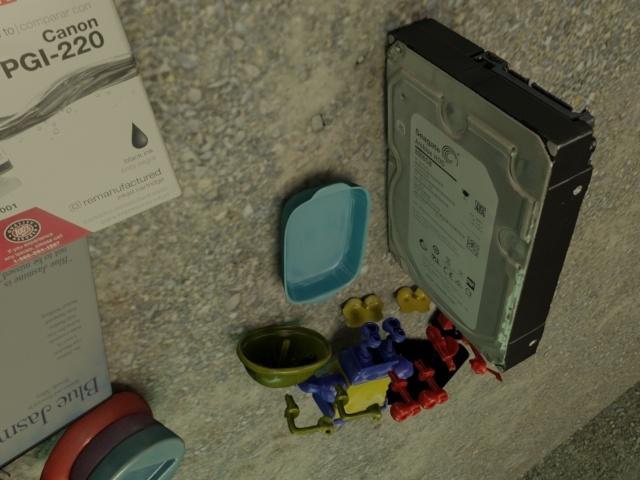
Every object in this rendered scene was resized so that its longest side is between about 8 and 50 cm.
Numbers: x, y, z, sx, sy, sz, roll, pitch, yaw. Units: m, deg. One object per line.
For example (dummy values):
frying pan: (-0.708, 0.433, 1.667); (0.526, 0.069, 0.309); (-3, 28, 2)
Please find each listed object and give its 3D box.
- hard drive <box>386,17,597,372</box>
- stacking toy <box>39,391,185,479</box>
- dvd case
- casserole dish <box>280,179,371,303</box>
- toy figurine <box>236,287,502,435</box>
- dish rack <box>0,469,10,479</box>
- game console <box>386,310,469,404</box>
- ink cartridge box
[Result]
hard drive: (0.160, -0.036, 0.657); (0.064, 0.237, 0.338); (-25, 140, -17)
stacking toy: (-0.286, 0.347, 0.687); (0.309, 0.130, 0.279); (-34, 150, -38)
dvd case: (-0.288, 0.109, 0.556); (0.180, 0.022, 0.252); (-32, 141, -41)
casserole dish: (0.000, 0.000, 0.725); (0.114, 0.037, 0.188); (-19, 138, -23)
toy figurine: (0.049, 0.225, 0.870); (0.363, 0.191, 0.217); (-8, 136, -31)
dish rack: (-0.446, 0.230, 0.571); (0.208, 0.074, 0.271); (-28, 141, -11)
game console: (0.220, 0.150, 1.034); (0.213, 0.044, 0.361); (11, 119, -44)
ink cartridge box: (-0.208, -0.103, 0.420); (0.159, 0.092, 0.217); (-26, 137, -16)
